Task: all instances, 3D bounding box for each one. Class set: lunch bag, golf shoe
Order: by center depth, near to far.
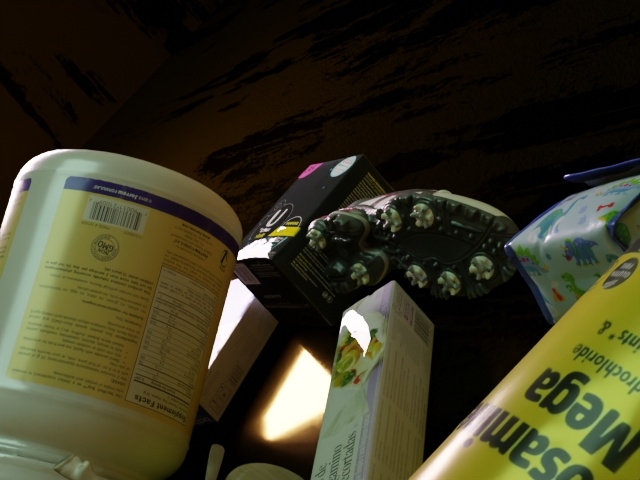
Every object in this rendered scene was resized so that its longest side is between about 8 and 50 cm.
[{"bbox_3d":[0.238,-0.014,0.990,0.151,0.096,0.129,-35,11,-28],"label":"lunch bag"},{"bbox_3d":[0.103,-0.015,1.244,0.120,0.105,0.273,-32,19,-32],"label":"golf shoe"}]

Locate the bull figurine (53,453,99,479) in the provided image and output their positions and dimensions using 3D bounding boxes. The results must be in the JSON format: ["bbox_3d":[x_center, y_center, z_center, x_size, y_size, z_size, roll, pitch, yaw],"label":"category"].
[{"bbox_3d":[-0.267,0.323,1.135,0.310,0.188,0.101,-29,8,19],"label":"bull figurine"}]

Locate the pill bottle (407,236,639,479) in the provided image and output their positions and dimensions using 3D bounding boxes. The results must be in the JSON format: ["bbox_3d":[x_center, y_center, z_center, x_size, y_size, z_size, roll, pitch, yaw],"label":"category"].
[{"bbox_3d":[0.136,0.157,0.645,0.334,0.188,0.188,-45,19,-9],"label":"pill bottle"}]

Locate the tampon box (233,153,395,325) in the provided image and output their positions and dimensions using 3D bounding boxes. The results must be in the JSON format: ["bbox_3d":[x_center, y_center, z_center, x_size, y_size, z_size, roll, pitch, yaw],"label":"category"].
[{"bbox_3d":[0.000,0.000,1.412,0.161,0.101,0.120,-50,20,-23],"label":"tampon box"}]

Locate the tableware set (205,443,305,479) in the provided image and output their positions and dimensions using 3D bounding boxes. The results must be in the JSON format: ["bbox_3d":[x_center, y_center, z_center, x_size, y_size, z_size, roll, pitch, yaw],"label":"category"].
[{"bbox_3d":[-0.044,0.240,0.969,0.194,0.128,0.039,-77,10,-61],"label":"tableware set"}]

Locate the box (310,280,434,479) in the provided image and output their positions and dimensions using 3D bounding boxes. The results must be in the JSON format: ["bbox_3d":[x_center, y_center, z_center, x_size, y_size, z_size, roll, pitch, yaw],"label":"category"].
[{"bbox_3d":[0.043,0.149,1.050,0.063,0.067,0.324,-35,21,24],"label":"box"}]

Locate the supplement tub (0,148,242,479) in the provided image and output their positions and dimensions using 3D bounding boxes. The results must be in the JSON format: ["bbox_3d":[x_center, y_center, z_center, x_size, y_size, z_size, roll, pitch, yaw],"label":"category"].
[{"bbox_3d":[-0.226,0.102,1.293,0.241,0.241,0.331,-13,58,55],"label":"supplement tub"}]

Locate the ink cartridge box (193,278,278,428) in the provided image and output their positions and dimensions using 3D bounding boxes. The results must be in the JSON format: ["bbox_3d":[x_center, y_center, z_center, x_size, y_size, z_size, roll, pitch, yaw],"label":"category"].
[{"bbox_3d":[-0.111,0.121,1.454,0.097,0.046,0.207,-22,27,44],"label":"ink cartridge box"}]
